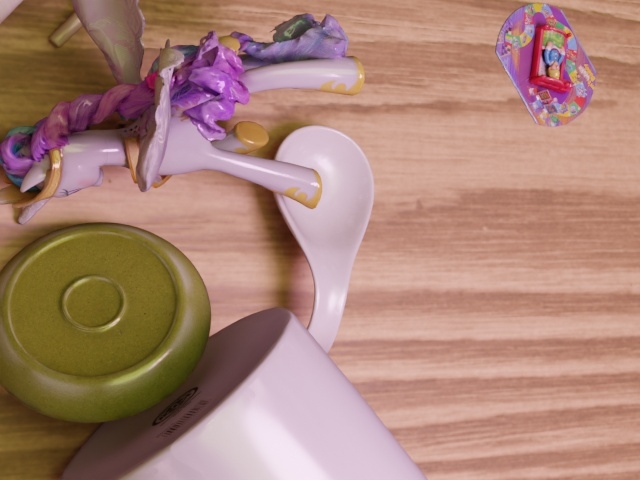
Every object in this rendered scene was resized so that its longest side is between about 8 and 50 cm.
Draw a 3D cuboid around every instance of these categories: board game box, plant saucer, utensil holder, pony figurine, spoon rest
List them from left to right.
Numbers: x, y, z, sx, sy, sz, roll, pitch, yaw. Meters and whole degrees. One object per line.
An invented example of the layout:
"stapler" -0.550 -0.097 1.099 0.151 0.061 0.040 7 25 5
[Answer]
"plant saucer" -0.234 0.073 1.433 0.240 0.037 0.241 2 56 -3
"pony figurine" -0.149 -0.146 1.420 0.363 0.351 0.303 -6 54 -23
"utensil holder" -0.038 0.309 1.437 0.327 0.327 0.385 -42 102 -26
"spoon rest" 0.000 0.000 1.621 0.137 0.084 0.277 7 82 -28
"board game box" 0.314 -0.239 1.848 0.133 0.033 0.169 -37 103 -27

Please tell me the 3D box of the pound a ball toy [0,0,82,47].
"pound a ball toy" -0.306 -0.295 1.455 0.208 0.135 0.319 46 66 -17
